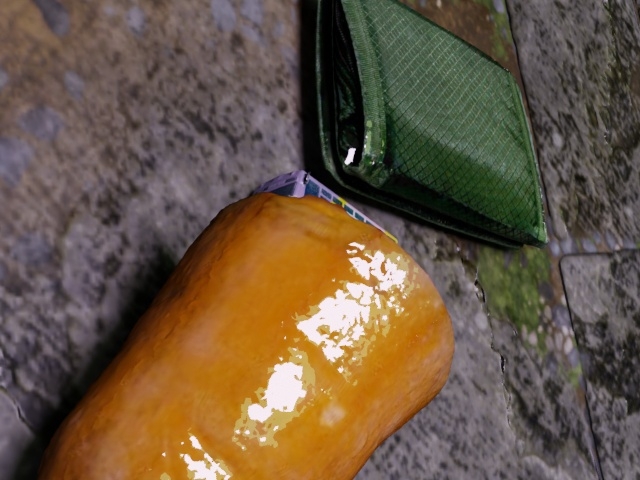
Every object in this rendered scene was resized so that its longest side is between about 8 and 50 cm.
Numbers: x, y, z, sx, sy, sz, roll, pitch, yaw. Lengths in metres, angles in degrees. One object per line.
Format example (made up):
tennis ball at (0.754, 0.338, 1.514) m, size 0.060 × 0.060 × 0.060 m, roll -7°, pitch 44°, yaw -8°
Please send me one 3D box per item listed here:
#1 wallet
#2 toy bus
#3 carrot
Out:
wallet at (0.083, -0.088, 0.867) m, size 0.236 × 0.055 × 0.160 m, roll 19°, pitch 60°, yaw -48°
toy bus at (0.000, 0.000, 0.749) m, size 0.102 × 0.052 × 0.058 m, roll 35°, pitch 51°, yaw -36°
carrot at (-0.059, 0.094, 0.593) m, size 0.225 × 0.159 × 0.159 m, roll -44°, pitch 109°, yaw -36°
